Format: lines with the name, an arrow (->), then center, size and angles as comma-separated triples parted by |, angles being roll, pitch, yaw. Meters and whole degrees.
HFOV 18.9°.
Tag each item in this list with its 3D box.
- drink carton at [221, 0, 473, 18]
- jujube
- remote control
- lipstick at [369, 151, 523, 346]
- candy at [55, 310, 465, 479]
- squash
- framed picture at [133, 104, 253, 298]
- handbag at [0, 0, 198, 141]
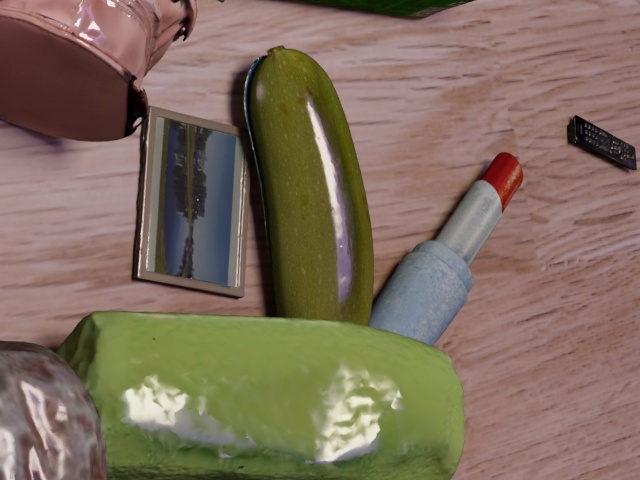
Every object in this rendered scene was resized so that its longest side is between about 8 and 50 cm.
drink carton -> 0.030, -0.289, 1.712 | 0.271, 0.108, 0.161 | 4, 77, -37
jujube -> -0.245, 0.221, 1.347 | 0.226, 0.226, 0.317 | -12, 95, -39
remote control -> 0.283, -0.096, 1.934 | 0.091, 0.016, 0.034 | 24, 52, -33
lipstick -> 0.113, 0.023, 1.750 | 0.068, 0.061, 0.274 | 49, 56, -20
candy -> -0.047, 0.136, 1.532 | 0.343, 0.132, 0.142 | 7, 55, -27
squash -> 0.000, 0.000, 1.649 | 0.094, 0.094, 0.341 | -7, 88, -39
framed picture -> -0.106, -0.032, 1.620 | 0.109, 0.011, 0.149 | 11, 75, -36
handbag -> -0.192, -0.162, 1.463 | 0.179, 0.205, 0.116 | 17, 69, -2
